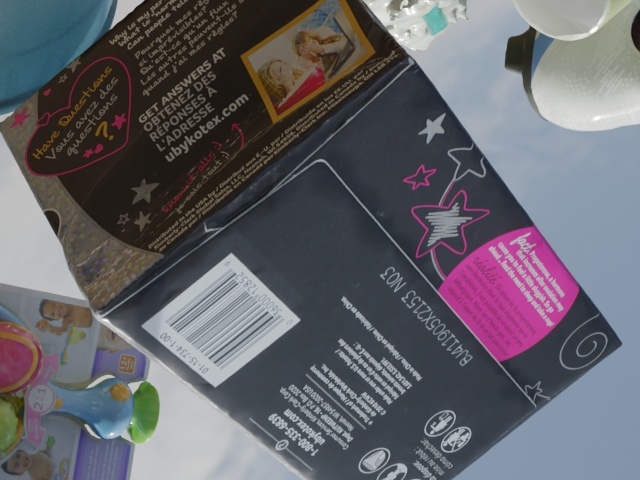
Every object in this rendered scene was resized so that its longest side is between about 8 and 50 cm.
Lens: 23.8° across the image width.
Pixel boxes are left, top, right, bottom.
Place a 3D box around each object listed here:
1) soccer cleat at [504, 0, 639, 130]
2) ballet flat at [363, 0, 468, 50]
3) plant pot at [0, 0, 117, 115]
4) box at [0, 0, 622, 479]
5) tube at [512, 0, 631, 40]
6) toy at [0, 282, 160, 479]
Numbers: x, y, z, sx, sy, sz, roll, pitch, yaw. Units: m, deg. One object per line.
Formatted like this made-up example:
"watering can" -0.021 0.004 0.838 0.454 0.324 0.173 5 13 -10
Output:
"soccer cleat" 0.241 -0.226 1.090 0.143 0.116 0.331 6 -108 32
"ballet flat" -0.013 -0.280 0.962 0.147 0.147 0.408 -38 -121 30
"plant pot" -0.237 -0.255 0.918 0.271 0.272 0.255 -63 179 -39
"box" 0.000 0.000 0.696 0.163 0.247 0.142 -39 -133 4
"tube" 0.189 -0.188 0.849 0.062 0.070 0.240 -13 -158 47
"toy" -0.202 0.095 0.965 0.056 0.237 0.136 0 -102 48
